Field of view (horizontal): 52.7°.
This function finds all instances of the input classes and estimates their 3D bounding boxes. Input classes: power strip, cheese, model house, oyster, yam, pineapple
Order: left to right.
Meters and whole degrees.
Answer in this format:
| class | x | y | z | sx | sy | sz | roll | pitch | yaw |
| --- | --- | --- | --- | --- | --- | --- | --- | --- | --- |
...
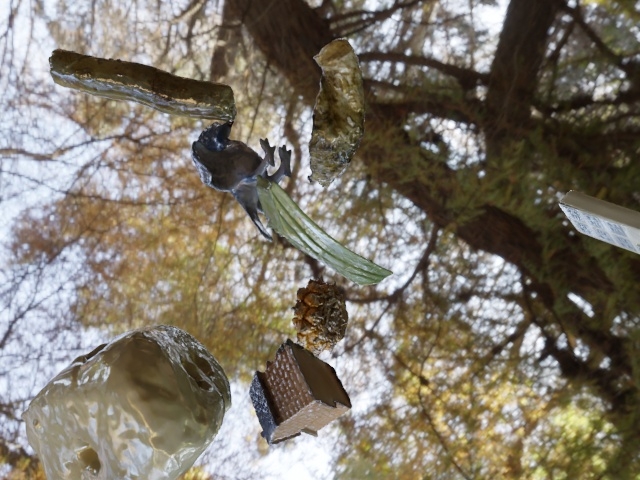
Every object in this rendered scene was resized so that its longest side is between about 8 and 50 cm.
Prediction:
| class | x | y | z | sx | sy | sz | roll | pitch | yaw |
| --- | --- | --- | --- | --- | --- | --- | --- | --- | --- |
| yam | -0.287 | -0.249 | 1.043 | 0.318 | 0.071 | 0.067 | 13 | -107 | 6 |
| cheese | -0.200 | 0.190 | 0.776 | 0.251 | 0.248 | 0.173 | -27 | -93 | -38 |
| model house | -0.057 | 0.338 | 1.364 | 0.183 | 0.172 | 0.166 | 36 | -164 | -48 |
| pineapple | 0.010 | 0.201 | 1.702 | 0.225 | 0.076 | 0.224 | 11 | -104 | -50 |
| oyster | 0.035 | -0.191 | 1.109 | 0.094 | 0.294 | 0.166 | 9 | -114 | 10 |
| power strip | 0.444 | -0.022 | 0.968 | 0.081 | 0.035 | 0.192 | 45 | 176 | -31 |

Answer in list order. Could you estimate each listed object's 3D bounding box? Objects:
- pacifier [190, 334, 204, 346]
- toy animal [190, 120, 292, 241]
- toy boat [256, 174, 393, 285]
| class | x | y | z | sx | sy | sz | roll | pitch | yaw |
| --- | --- | --- | --- | --- | --- | --- | --- | --- | --- |
| pacifier | -0.269 | 0.214 | 1.225 | 0.082 | 0.077 | 0.099 | -8 | -167 | -43 |
| toy animal | -0.126 | -0.102 | 1.048 | 0.239 | 0.176 | 0.255 | 27 | -129 | -49 |
| toy boat | 0.000 | 0.000 | 0.971 | 0.293 | 0.055 | 0.093 | 36 | 172 | -41 |
